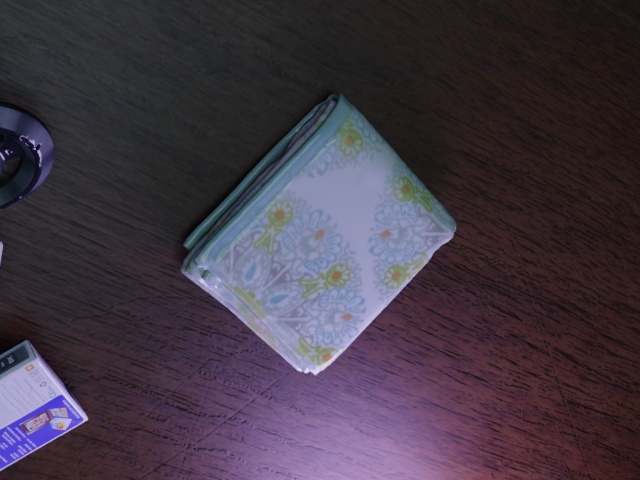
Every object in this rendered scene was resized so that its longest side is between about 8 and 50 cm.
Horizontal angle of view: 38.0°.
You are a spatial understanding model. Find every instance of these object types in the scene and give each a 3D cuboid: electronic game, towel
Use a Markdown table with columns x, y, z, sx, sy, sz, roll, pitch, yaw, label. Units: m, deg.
| x | y | z | sx | sy | sz | roll | pitch | yaw | label |
| --- | --- | --- | --- | --- | --- | --- | --- | --- | --- |
| -0.475 | -0.106 | 1.252 | 0.229 | 0.048 | 0.229 | -19 | 150 | -11 | electronic game |
| 0.000 | 0.000 | 1.500 | 0.374 | 0.090 | 0.320 | -46 | 118 | -3 | towel |

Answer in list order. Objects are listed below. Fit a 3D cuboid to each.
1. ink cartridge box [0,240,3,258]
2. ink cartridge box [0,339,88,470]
| x | y | z | sx | sy | sz | roll | pitch | yaw | label |
| --- | --- | --- | --- | --- | --- | --- | --- | --- | --- |
| -0.580 | 0.080 | 1.223 | 0.273 | 0.114 | 0.197 | -2 | 108 | -52 | ink cartridge box |
| -0.475 | 0.261 | 1.368 | 0.208 | 0.045 | 0.206 | -31 | 145 | -12 | ink cartridge box |
